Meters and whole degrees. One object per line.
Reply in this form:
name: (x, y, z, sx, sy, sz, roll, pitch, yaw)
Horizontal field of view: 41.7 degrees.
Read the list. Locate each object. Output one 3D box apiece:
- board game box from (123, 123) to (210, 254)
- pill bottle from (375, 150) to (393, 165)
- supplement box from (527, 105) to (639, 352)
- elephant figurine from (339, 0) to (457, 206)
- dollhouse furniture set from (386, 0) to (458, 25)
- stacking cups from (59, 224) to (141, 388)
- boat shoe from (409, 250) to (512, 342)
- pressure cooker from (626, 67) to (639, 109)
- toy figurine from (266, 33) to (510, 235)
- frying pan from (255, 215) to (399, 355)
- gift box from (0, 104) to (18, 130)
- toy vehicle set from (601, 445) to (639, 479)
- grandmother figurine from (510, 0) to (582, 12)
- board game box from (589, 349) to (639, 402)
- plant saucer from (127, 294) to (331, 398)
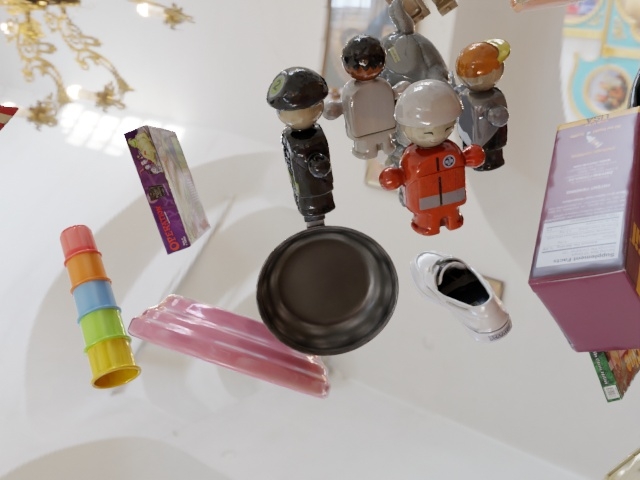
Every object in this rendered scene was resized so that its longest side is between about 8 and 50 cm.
board game box: (-0.264, -0.096, 1.493, 0.056, 0.347, 0.208, -23, -84, 0)
pill bottle: (0.195, -0.262, 1.919, 0.221, 0.121, 0.121, -49, -42, -47)
supplement box: (0.248, -0.010, 0.727, 0.104, 0.081, 0.188, 50, -135, -34)
elephant figurine: (0.118, -0.179, 1.181, 0.186, 0.169, 0.239, -47, -13, 2)
dollhouse furniture set: (0.181, -0.421, 1.408, 0.144, 0.151, 0.123, 40, -152, -41)
stacking cups: (-0.423, 0.120, 1.587, 0.096, 0.316, 0.096, -18, -26, -9)
boat shoe: (0.216, 0.064, 1.345, 0.095, 0.258, 0.084, -34, -58, -11)
pressure cooker: (0.672, -0.167, 1.229, 0.370, 0.420, 0.375, -37, -58, -76)
toy figurine: (0.074, -0.120, 0.831, 0.209, 0.213, 0.148, -45, -45, -44)
frying pan: (-0.024, 0.017, 1.138, 0.197, 0.053, 0.326, -31, -70, 7)
gift box: (-0.504, -0.175, 0.966, 0.276, 0.258, 0.255, -10, -93, -22)
toy vehicle set: (0.333, 0.326, 0.955, 0.267, 0.035, 0.166, -38, -18, -40)
grandmother figurine: (0.370, -0.321, 0.975, 0.342, 0.208, 0.104, -5, -59, -11)
board game box: (0.495, 0.162, 1.403, 0.260, 0.030, 0.136, -21, -88, -58)
plant saucer: (-0.134, 0.163, 1.332, 0.332, 0.332, 0.084, 29, -104, -52)
